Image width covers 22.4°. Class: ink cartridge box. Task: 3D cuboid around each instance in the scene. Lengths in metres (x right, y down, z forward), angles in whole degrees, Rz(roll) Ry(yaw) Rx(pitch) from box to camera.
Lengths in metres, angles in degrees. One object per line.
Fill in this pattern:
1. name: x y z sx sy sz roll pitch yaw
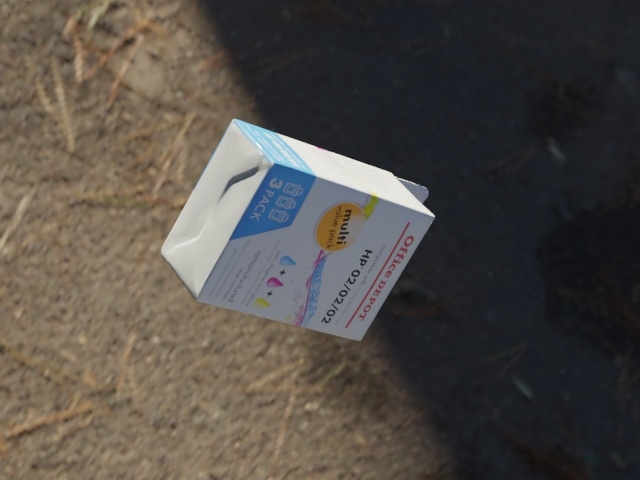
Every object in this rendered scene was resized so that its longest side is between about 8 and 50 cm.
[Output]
1. ink cartridge box: 0.000 0.000 1.060 0.181 0.104 0.061 16 22 -40
